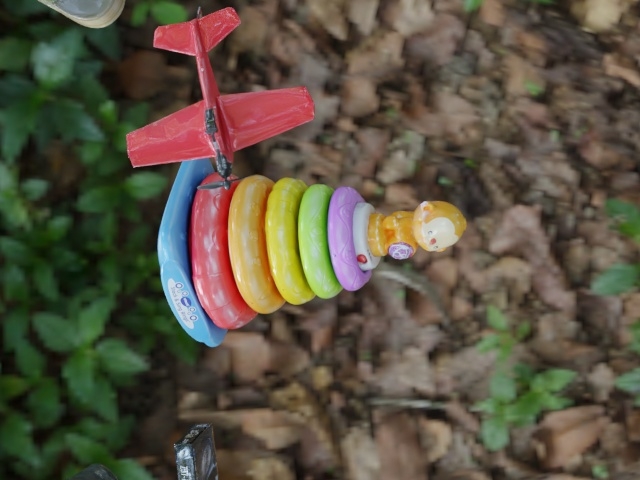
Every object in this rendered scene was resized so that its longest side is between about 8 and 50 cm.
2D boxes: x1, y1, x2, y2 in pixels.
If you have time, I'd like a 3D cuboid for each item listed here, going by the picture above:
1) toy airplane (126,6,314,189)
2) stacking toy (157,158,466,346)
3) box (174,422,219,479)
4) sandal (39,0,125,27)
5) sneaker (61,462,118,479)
[{"bbox_3d":[-0.080,-0.109,1.366,0.151,0.028,0.151,-4,77,16],"label":"toy airplane"},{"bbox_3d":[0.000,0.000,1.855,0.302,0.175,0.165,-5,43,17],"label":"stacking toy"},{"bbox_3d":[-0.118,0.226,1.776,0.018,0.067,0.083,-3,101,15],"label":"box"},{"bbox_3d":[-0.287,-0.288,1.999,0.240,0.079,0.088,38,88,32],"label":"sandal"},{"bbox_3d":[-0.289,0.339,1.785,0.109,0.130,0.286,39,119,34],"label":"sneaker"}]
